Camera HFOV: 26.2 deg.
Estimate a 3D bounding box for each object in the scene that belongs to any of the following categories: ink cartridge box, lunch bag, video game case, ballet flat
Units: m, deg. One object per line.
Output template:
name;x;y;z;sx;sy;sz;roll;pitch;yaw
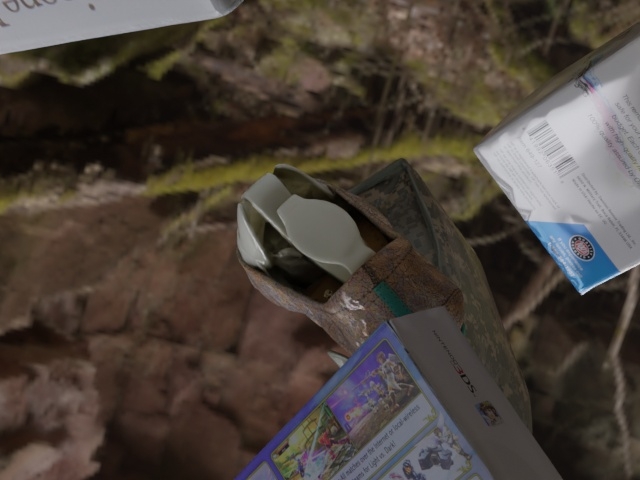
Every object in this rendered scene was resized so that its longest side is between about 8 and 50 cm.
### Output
ink cartridge box;0.297;-0.099;1.224;0.171;0.233;0.168;54;-138;-4
lunch bag;0.109;0.103;1.476;0.235;0.169;0.287;48;-161;-50
video game case;0.050;0.215;0.839;0.061;0.269;0.244;-13;-118;-47
ballet flat;0.000;0.000;0.981;0.106;0.107;0.316;46;171;-26

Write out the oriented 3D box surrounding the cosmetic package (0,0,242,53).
cosmetic package;-0.170;-0.368;0.844;0.329;0.393;0.327;-1;-138;44
